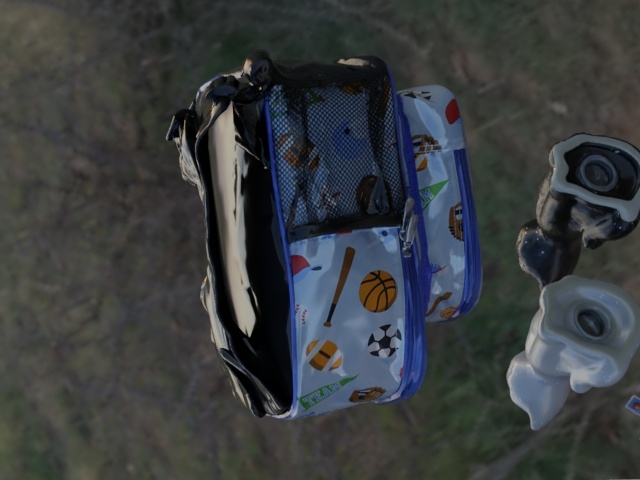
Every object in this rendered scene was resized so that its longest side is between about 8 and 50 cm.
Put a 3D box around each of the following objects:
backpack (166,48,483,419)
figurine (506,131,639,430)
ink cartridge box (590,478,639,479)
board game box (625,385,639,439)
[{"bbox_3d":[0.000,0.000,1.200,0.276,0.213,0.263,179,90,-79],"label":"backpack"},{"bbox_3d":[0.213,0.046,1.396,0.209,0.092,0.215,109,170,-67],"label":"figurine"},{"bbox_3d":[0.344,0.405,1.797,0.168,0.171,0.233,70,-159,-54],"label":"ink cartridge box"},{"bbox_3d":[0.310,0.092,1.372,0.033,0.169,0.133,35,157,14],"label":"board game box"}]
